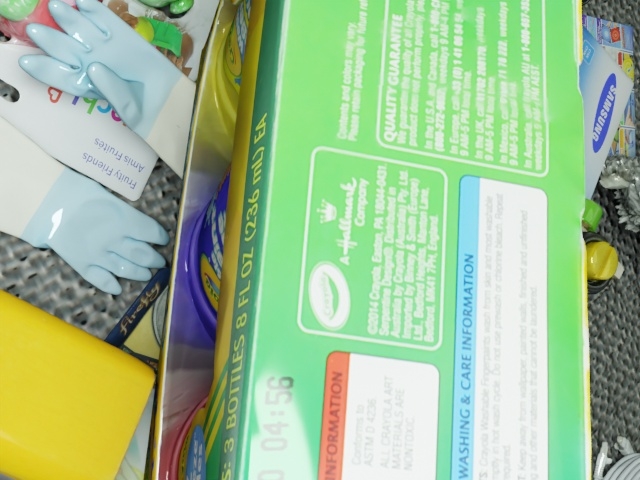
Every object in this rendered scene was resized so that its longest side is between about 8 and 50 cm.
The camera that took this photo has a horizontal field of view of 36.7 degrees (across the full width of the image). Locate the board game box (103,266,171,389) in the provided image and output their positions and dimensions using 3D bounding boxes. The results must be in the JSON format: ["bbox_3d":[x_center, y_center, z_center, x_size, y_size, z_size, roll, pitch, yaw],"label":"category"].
[{"bbox_3d":[-0.141,0.165,0.820,0.165,0.042,0.243,49,56,-23],"label":"board game box"}]

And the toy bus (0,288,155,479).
[{"bbox_3d":[-0.285,0.063,0.617,0.332,0.130,0.108,31,61,-19],"label":"toy bus"}]

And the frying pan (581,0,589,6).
[{"bbox_3d":[0.297,-0.393,1.282,0.326,0.053,0.197,-32,104,-42],"label":"frying pan"}]

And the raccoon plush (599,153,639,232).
[{"bbox_3d":[0.491,-0.120,1.326,0.299,0.216,0.446,42,30,-32],"label":"raccoon plush"}]

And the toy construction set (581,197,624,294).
[{"bbox_3d":[0.142,0.042,0.943,0.308,0.257,0.237,29,80,-2],"label":"toy construction set"}]

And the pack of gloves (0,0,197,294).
[{"bbox_3d":[-0.166,-0.064,0.768,0.232,0.046,0.195,36,82,-46],"label":"pack of gloves"}]

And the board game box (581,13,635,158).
[{"bbox_3d":[0.376,-0.198,1.311,0.136,0.035,0.201,0,89,-41],"label":"board game box"}]

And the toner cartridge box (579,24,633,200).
[{"bbox_3d":[0.247,-0.090,1.142,0.165,0.075,0.348,36,69,-31],"label":"toner cartridge box"}]

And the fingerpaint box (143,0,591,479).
[{"bbox_3d":[0.000,0.000,0.595,0.163,0.371,0.445,9,71,-13],"label":"fingerpaint box"}]

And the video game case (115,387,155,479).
[{"bbox_3d":[-0.130,0.265,0.688,0.329,0.036,0.300,26,62,-4],"label":"video game case"}]

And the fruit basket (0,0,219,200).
[{"bbox_3d":[-0.185,-0.254,0.764,0.327,0.165,0.353,33,72,-41],"label":"fruit basket"}]

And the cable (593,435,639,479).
[{"bbox_3d":[0.442,0.407,1.253,0.257,0.089,0.257,33,63,-32],"label":"cable"}]
